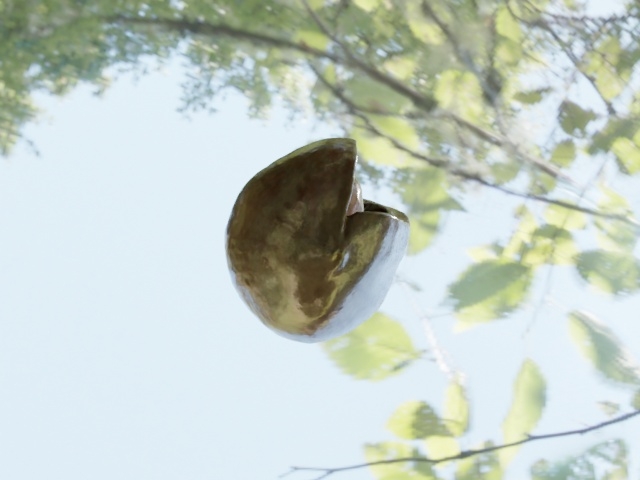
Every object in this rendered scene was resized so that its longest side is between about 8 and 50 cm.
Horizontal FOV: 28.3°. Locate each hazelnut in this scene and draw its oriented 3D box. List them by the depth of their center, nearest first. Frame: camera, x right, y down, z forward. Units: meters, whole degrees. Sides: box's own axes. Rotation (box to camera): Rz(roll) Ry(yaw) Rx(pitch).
[{"bbox_3d":[0.000,0.000,0.523,0.086,0.086,0.086,-5,-100,30],"label":"hazelnut"}]
